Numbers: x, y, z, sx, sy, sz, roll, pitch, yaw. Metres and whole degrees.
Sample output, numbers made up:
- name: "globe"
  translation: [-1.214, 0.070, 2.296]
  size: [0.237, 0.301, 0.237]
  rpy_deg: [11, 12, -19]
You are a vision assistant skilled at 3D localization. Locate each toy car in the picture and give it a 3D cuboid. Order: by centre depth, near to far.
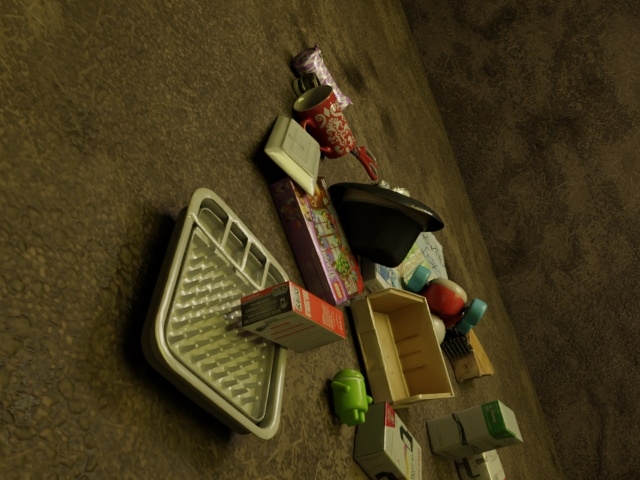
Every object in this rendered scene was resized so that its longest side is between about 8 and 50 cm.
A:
- name: "toy car"
  translation: [0.305, 0.235, 1.811]
  size: [0.219, 0.238, 0.210]
  rpy_deg: [32, -18, 11]

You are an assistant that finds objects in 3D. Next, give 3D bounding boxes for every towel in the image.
- name: "towel"
  translation: [0.283, 0.091, 1.967]
  size: [0.113, 0.023, 0.152]
  rpy_deg: [-39, 109, -26]

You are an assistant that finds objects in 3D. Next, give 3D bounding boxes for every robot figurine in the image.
- name: "robot figurine"
  translation: [0.058, 0.308, 1.281]
  size: [0.101, 0.067, 0.115]
  rpy_deg: [34, 40, -44]

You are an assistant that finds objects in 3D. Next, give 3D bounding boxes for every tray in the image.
- name: "tray"
  translation: [-0.051, -0.205, 1.454]
  size: [0.145, 0.030, 0.270]
  rpy_deg: [42, 22, -16]

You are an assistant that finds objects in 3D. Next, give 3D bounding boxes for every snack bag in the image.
- name: "snack bag"
  translation: [0.327, 0.001, 2.145]
  size: [0.323, 0.037, 0.342]
  rpy_deg: [50, 23, -22]

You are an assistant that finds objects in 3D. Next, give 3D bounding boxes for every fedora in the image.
- name: "fedora"
  translation: [0.141, -0.025, 1.590]
  size: [0.334, 0.334, 0.152]
  rpy_deg: [31, 77, -55]

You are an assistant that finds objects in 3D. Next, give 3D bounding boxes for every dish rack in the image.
- name: "dish rack"
  translation: [-0.153, 0.113, 0.981]
  size: [0.285, 0.072, 0.332]
  rpy_deg: [52, 28, -36]

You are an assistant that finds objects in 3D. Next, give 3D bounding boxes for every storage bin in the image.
- name: "storage bin"
  translation: [0.195, 0.265, 1.555]
  size: [0.260, 0.123, 0.262]
  rpy_deg: [22, 50, -60]

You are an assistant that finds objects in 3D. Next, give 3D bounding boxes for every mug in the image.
- name: "mug"
  translation: [0.003, -0.297, 1.690]
  size: [0.113, 0.150, 0.169]
  rpy_deg: [37, -16, 54]

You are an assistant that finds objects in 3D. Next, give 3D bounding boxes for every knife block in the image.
- name: "knife block"
  translation: [0.483, 0.348, 2.168]
  size: [0.276, 0.088, 0.242]
  rpy_deg: [20, 53, -60]

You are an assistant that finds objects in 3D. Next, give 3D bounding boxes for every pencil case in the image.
- name: "pencil case"
  translation: [0.003, -0.447, 1.803]
  size: [0.206, 0.088, 0.086]
  rpy_deg: [54, 7, -34]

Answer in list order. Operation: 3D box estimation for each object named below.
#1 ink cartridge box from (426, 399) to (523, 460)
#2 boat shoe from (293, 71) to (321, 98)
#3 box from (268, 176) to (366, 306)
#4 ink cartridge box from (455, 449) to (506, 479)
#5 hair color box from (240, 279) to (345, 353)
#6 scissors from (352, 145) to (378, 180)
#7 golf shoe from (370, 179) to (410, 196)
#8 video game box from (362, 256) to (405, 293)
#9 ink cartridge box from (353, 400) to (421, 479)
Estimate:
- name: "ink cartridge box"
  translation: [0.407, 0.508, 1.705]
  size: [0.153, 0.209, 0.086]
  rpy_deg: [41, 32, -49]
- name: "boat shoe"
  translation: [0.011, -0.357, 1.766]
  size: [0.227, 0.069, 0.081]
  rpy_deg: [52, 27, -33]
- name: "box"
  translation: [0.000, 0.000, 1.439]
  size: [0.201, 0.057, 0.293]
  rpy_deg: [-15, 83, -67]
- name: "ink cartridge box"
  translation: [0.455, 0.636, 1.846]
  size: [0.159, 0.092, 0.217]
  rpy_deg: [14, 60, -63]
- name: "hair color box"
  translation: [-0.040, 0.124, 1.013]
  size: [0.167, 0.093, 0.053]
  rpy_deg: [36, 39, -53]
- name: "scissors"
  translation: [0.110, -0.282, 1.992]
  size: [0.297, 0.021, 0.108]
  rpy_deg: [35, 42, -51]
- name: "golf shoe"
  translation: [0.220, -0.131, 2.036]
  size: [0.176, 0.069, 0.085]
  rpy_deg: [11, 72, -44]
- name: "video game box"
  translation: [0.175, 0.086, 1.772]
  size: [0.187, 0.048, 0.205]
  rpy_deg: [52, 28, -39]
- name: "ink cartridge box"
  translation: [0.145, 0.445, 1.348]
  size: [0.175, 0.072, 0.127]
  rpy_deg: [55, 26, -28]
